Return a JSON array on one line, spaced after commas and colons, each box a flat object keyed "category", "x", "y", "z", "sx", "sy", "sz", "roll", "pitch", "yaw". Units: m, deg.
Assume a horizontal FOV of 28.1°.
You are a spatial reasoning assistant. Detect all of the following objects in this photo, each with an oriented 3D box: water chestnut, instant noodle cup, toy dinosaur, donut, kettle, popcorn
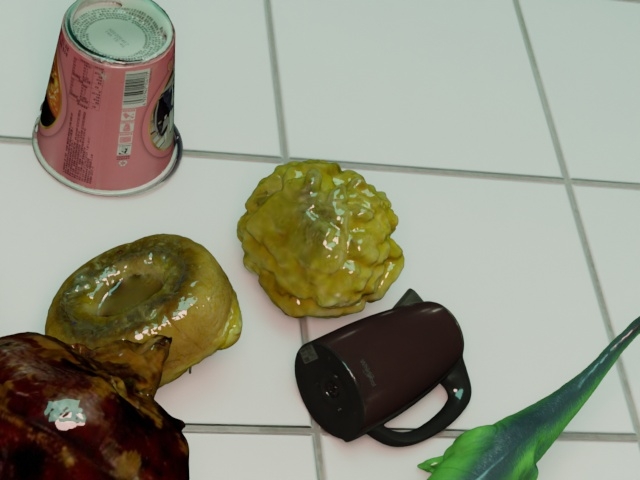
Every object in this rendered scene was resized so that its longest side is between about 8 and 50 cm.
[{"category": "water chestnut", "x": -0.284, "y": 0.237, "z": 1.508, "sx": 0.335, "sy": 0.335, "sz": 0.347, "roll": 38, "pitch": 69, "yaw": 15}, {"category": "instant noodle cup", "x": -0.312, "y": -0.231, "z": 1.925, "sx": 0.243, "sy": 0.255, "sz": 0.244, "roll": 7, "pitch": 49, "yaw": -8}, {"category": "toy dinosaur", "x": 0.235, "y": 0.250, "z": 1.598, "sx": 0.144, "sy": 0.374, "sz": 0.500, "roll": 42, "pitch": 96, "yaw": 13}, {"category": "donut", "x": -0.245, "y": 0.099, "z": 1.717, "sx": 0.261, "sy": 0.128, "sz": 0.208, "roll": -30, "pitch": 48, "yaw": -10}, {"category": "kettle", "x": 0.108, "y": 0.188, "z": 1.797, "sx": 0.232, "sy": 0.144, "sz": 0.202, "roll": -23, "pitch": 82, "yaw": -33}, {"category": "popcorn", "x": 0.005, "y": -0.006, "z": 1.879, "sx": 0.249, "sy": 0.249, "sz": 0.225, "roll": 41, "pitch": 24, "yaw": 17}]

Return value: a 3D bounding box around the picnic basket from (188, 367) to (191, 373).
[{"category": "picnic basket", "x": -0.177, "y": 0.140, "z": 1.798, "sx": 0.083, "sy": 0.065, "sz": 0.083, "roll": 12, "pitch": 28, "yaw": -19}]
